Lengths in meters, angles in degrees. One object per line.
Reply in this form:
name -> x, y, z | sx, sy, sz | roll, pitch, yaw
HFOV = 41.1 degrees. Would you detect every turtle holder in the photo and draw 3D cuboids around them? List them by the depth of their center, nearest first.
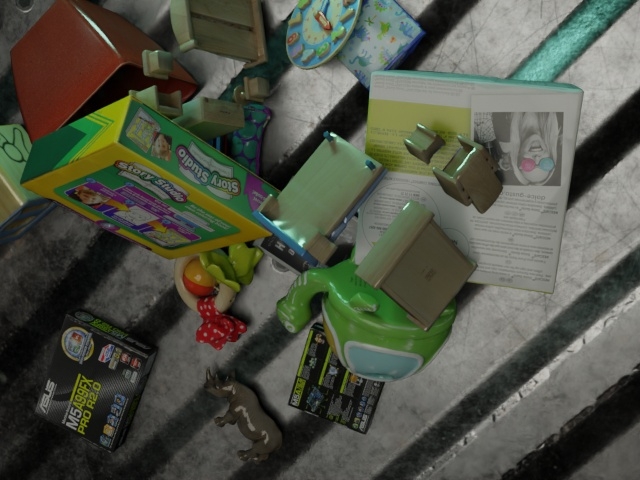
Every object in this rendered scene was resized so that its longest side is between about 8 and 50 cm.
turtle holder -> 0.097, 0.156, 1.655 | 0.320, 0.243, 0.228 | -5, 128, -24

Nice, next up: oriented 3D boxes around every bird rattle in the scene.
bird rattle -> -0.228, 0.098, 1.825 | 0.207, 0.143, 0.254 | 36, 130, 25

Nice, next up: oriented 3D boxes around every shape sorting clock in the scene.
shape sorting clock -> 0.003, -0.424, 1.627 | 0.206, 0.040, 0.206 | -21, 58, 38

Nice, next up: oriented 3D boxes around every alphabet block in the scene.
alphabet block -> -0.706, -0.117, 1.852 | 0.193, 0.192, 0.197 | -37, 89, 16

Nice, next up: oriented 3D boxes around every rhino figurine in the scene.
rhino figurine -> -0.174, 0.375, 1.870 | 0.106, 0.073, 0.243 | -36, 89, 22

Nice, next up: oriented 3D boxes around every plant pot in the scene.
plant pot -> -0.459, -0.335, 1.724 | 0.267, 0.267, 0.236 | -39, 75, 18

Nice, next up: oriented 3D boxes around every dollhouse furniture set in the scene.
dollhouse furniture set -> 0.097, -0.054, 1.370 | 0.303, 0.198, 0.286 | 36, 87, 38
dollhouse furniture set -> -0.268, -0.373, 1.623 | 0.173, 0.303, 0.356 | -13, 81, 39

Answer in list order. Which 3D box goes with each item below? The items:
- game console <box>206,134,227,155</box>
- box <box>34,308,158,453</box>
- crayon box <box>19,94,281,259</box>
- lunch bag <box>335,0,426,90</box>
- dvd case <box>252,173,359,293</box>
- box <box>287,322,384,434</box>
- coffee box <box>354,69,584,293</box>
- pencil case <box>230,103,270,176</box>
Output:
game console -> -0.243, -0.185, 1.775 | 0.085, 0.124, 0.144 | -1, 102, -13
box -> -0.516, 0.322, 1.954 | 0.216, 0.060, 0.270 | 25, 106, 8
crayon box -> -0.312, -0.099, 1.586 | 0.313, 0.363, 0.106 | -14, 57, 40
lunch bag -> 0.109, -0.387, 1.636 | 0.129, 0.096, 0.151 | 45, 117, 3
dvd case -> 0.000, 0.000, 1.774 | 0.238, 0.029, 0.179 | 33, 106, 6
box -> 0.041, 0.294, 1.813 | 0.184, 0.045, 0.191 | 19, 106, 13
coffee box -> 0.265, -0.122, 1.519 | 0.338, 0.337, 0.335 | 7, 103, 13
pencil case -> -0.146, -0.203, 1.754 | 0.070, 0.064, 0.152 | 16, 105, 19
